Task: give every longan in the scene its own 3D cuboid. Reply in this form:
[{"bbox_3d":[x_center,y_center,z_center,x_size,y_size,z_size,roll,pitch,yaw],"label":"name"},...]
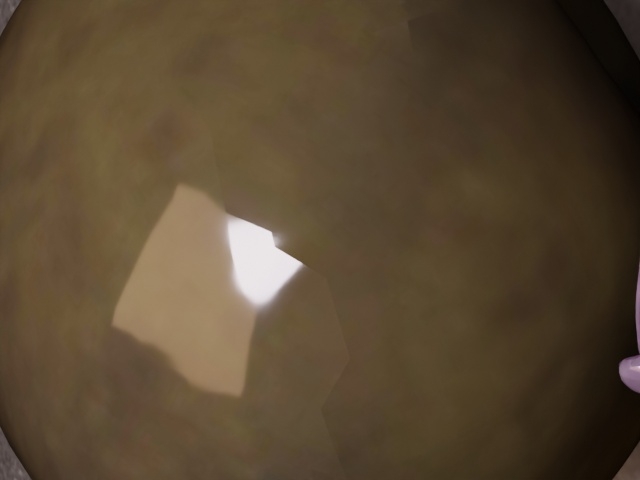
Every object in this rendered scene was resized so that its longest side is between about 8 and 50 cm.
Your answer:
[{"bbox_3d":[0.000,0.000,0.580,0.350,0.288,0.288,-41,-53,-83],"label":"longan"}]

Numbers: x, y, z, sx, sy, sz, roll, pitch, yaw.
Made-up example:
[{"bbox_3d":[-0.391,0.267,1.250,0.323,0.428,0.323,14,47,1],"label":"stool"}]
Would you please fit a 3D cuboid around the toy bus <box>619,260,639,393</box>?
[{"bbox_3d":[0.169,-0.023,0.450,0.142,0.142,0.202,-1,70,30],"label":"toy bus"}]
